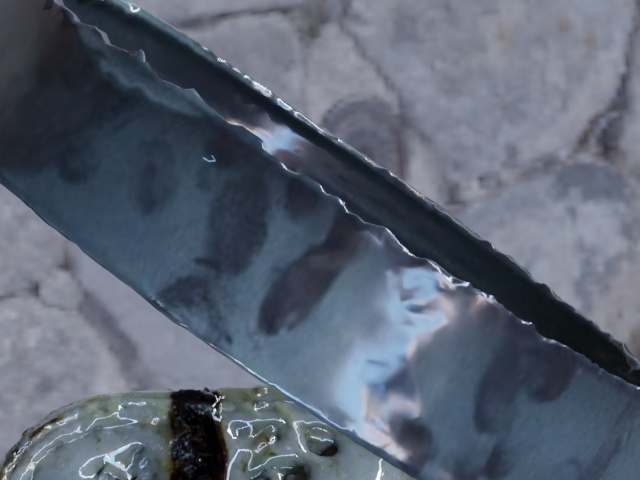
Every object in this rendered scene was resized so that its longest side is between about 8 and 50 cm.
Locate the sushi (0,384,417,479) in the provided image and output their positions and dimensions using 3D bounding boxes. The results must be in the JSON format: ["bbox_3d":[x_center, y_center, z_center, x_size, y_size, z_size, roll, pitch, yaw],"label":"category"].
[{"bbox_3d":[-0.070,0.121,1.071,0.134,0.273,0.109,9,93,-82],"label":"sushi"}]

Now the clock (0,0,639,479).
[{"bbox_3d":[0.000,0.002,0.709,0.312,0.312,0.061,30,97,-39],"label":"clock"}]
